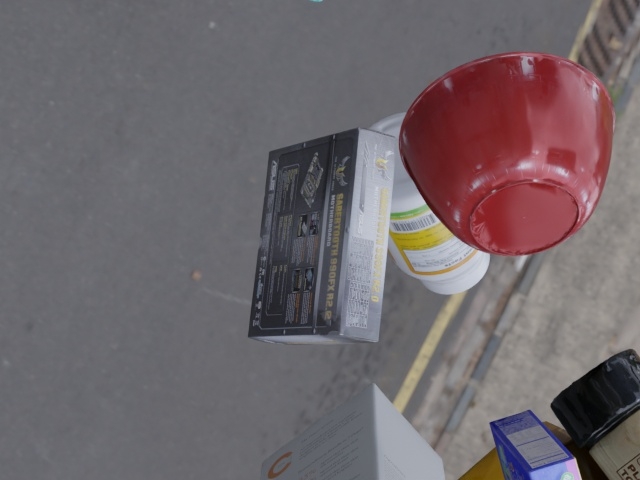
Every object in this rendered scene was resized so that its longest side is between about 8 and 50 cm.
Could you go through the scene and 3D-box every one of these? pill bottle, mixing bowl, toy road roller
[{"bbox_3d":[0.133,-0.035,1.438,0.136,0.136,0.245,-54,145,-16],"label":"pill bottle"},{"bbox_3d":[0.158,-0.052,0.939,0.181,0.182,0.098,72,10,-47],"label":"mixing bowl"},{"bbox_3d":[0.289,0.254,1.123,0.241,0.202,0.329,-6,144,-53],"label":"toy road roller"}]

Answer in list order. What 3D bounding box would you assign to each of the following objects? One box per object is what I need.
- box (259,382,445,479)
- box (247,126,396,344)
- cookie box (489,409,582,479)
[{"bbox_3d":[0.041,0.379,1.526,0.215,0.168,0.345,-37,-164,14],"label":"box"},{"bbox_3d":[0.000,0.000,1.311,0.056,0.183,0.231,13,77,-35],"label":"box"},{"bbox_3d":[0.178,0.197,0.925,0.040,0.107,0.091,-19,104,-4],"label":"cookie box"}]
